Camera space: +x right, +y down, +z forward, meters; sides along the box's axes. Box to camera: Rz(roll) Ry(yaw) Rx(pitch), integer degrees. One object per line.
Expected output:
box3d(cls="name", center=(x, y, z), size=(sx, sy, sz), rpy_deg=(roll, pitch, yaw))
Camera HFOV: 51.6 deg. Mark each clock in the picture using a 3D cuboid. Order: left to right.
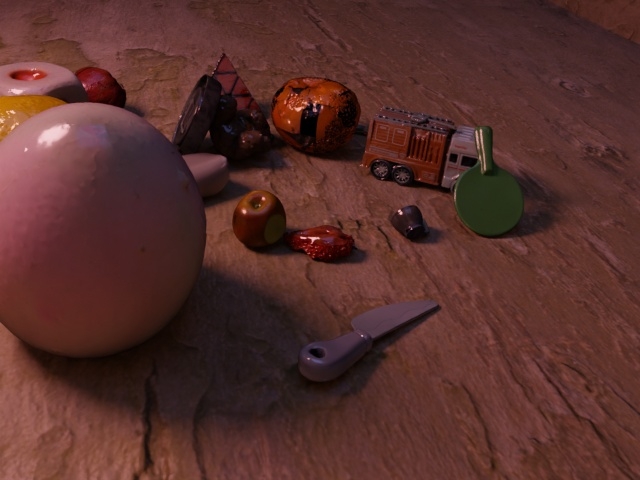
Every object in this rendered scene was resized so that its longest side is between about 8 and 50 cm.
box3d(cls="clock", center=(-0.299, -0.291, 1.583), size=(0.042, 0.215, 0.215), rpy_deg=(22, 26, -24))

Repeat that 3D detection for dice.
box3d(cls="dice", center=(-0.671, -0.302, 1.555), size=(0.193, 0.191, 0.194), rpy_deg=(19, 34, 22))

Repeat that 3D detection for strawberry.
box3d(cls="strawberry", center=(0.000, -0.003, 1.328), size=(0.152, 0.048, 0.104), rpy_deg=(10, 29, 1))

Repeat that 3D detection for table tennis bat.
box3d(cls="table tennis bat", center=(0.368, -0.132, 1.462), size=(0.161, 0.039, 0.256), rpy_deg=(1, 77, -9))

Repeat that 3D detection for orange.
box3d(cls="orange", center=(-0.011, -0.328, 1.709), size=(0.235, 0.182, 0.234), rpy_deg=(-6, 32, 4))

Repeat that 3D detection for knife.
box3d(cls="knife", center=(0.082, 0.151, 1.118), size=(0.080, 0.044, 0.331), rpy_deg=(22, 29, 36))

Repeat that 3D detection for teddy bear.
box3d(cls="teddy bear", center=(-0.197, -0.276, 1.661), size=(0.177, 0.140, 0.190), rpy_deg=(47, 33, 6))

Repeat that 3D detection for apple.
box3d(cls="apple", center=(-0.125, -0.045, 1.321), size=(0.114, 0.101, 0.099), rpy_deg=(-31, 46, -33))

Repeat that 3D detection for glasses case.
box3d(cls="glasses case", center=(-0.351, -0.117, 1.420), size=(0.308, 0.083, 0.128), rpy_deg=(-21, 36, -35))

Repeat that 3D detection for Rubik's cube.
box3d(cls="Rubik's cube", center=(-0.266, -0.391, 1.897), size=(0.191, 0.211, 0.178), rpy_deg=(29, 2, -24))

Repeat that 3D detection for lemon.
box3d(cls="lemon", center=(-0.590, -0.184, 1.352), size=(0.234, 0.233, 0.288), rpy_deg=(25, 34, 27))

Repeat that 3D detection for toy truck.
box3d(cls="toy truck", center=(0.262, -0.221, 1.599), size=(0.306, 0.162, 0.136), rpy_deg=(16, 34, 14))

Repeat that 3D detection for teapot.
box3d(cls="teapot", center=(0.197, -0.034, 1.403), size=(0.088, 0.066, 0.057), rpy_deg=(8, 46, -41))

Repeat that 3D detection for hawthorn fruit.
box3d(cls="hawthorn fruit", center=(-0.602, -0.374, 1.733), size=(0.148, 0.148, 0.172), rpy_deg=(26, 57, 28))

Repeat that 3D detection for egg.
box3d(cls="egg", center=(-0.339, -0.042, 0.981), size=(0.355, 0.339, 0.354), rpy_deg=(8, 55, -12))

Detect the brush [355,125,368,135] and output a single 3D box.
box3d(cls="brush", center=(0.119, -0.304, 1.837), size=(0.083, 0.021, 0.018), rpy_deg=(15, 31, 12))
